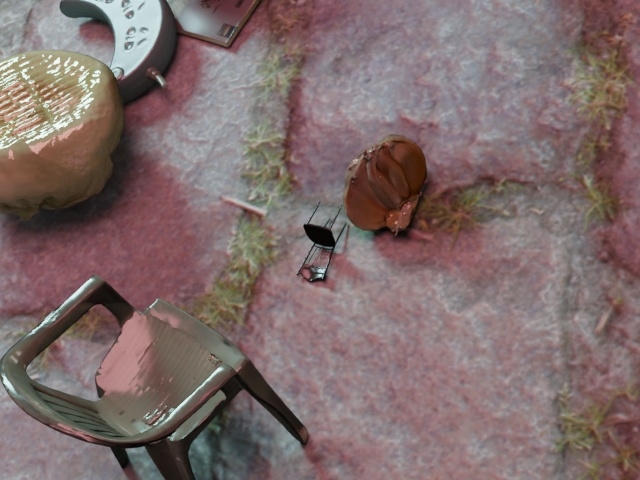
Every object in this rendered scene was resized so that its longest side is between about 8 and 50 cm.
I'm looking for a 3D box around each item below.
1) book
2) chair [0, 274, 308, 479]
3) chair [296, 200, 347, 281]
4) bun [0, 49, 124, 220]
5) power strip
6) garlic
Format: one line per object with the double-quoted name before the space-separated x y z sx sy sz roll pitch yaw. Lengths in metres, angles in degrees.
"book" -0.160 -0.318 2.009 0.181 0.014 0.127 19 66 27
"chair" -0.168 0.158 1.545 0.203 0.275 0.190 31 72 33
"chair" -0.001 0.000 1.735 0.037 0.042 0.086 11 61 28
"bun" -0.333 -0.120 1.861 0.229 0.145 0.229 -8 43 8
"power strip" -0.245 -0.254 1.966 0.137 0.044 0.216 -30 55 5
"garlic" 0.067 -0.067 1.736 0.113 0.094 0.074 -49 22 -13
